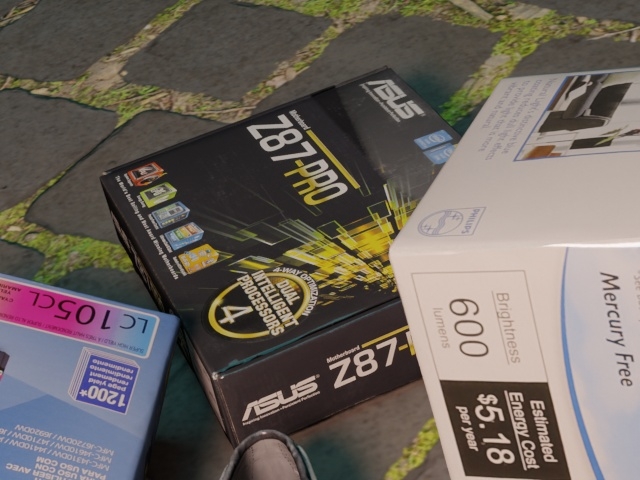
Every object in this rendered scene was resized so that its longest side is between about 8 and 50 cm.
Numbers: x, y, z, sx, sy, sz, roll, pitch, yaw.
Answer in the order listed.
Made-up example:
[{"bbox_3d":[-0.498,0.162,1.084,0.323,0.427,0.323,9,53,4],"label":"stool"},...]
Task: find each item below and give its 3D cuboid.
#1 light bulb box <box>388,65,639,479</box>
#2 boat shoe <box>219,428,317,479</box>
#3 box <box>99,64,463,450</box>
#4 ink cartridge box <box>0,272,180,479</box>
[{"bbox_3d":[0.277,0.091,1.024,0.361,0.358,0.225,-3,30,27],"label":"light bulb box"},{"bbox_3d":[-0.039,0.222,1.215,0.108,0.102,0.301,-11,18,8],"label":"boat shoe"},{"bbox_3d":[0.000,0.000,1.602,0.318,0.097,0.395,-20,32,-10],"label":"box"},{"bbox_3d":[-0.273,0.196,1.301,0.270,0.151,0.395,13,37,-2],"label":"ink cartridge box"}]
